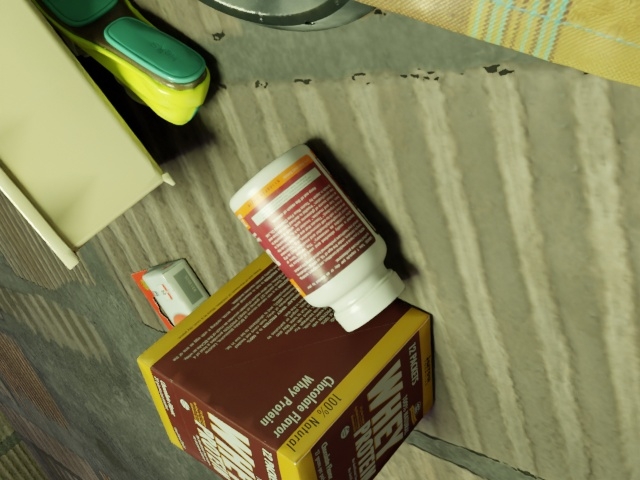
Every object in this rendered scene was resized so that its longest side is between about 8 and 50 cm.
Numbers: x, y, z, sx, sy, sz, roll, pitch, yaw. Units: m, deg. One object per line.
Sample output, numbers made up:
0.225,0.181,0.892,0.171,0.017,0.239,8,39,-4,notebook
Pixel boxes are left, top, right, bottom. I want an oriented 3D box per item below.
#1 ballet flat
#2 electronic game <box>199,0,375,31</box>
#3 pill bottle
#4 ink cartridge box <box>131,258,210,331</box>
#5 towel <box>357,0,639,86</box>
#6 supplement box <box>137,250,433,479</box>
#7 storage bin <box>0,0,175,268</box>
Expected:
-0.197,-0.188,0.702,0.231,0.077,0.077,40,148,11,ballet flat
-0.050,-0.220,0.470,0.229,0.048,0.229,19,155,10,electronic game
0.000,0.000,0.647,0.152,0.086,0.086,51,147,-2,pill bottle
-0.196,0.102,1.019,0.179,0.045,0.145,-15,111,52,ink cartridge box
0.195,-0.137,0.202,0.370,0.040,0.271,20,135,8,towel
-0.025,0.134,0.715,0.194,0.191,0.129,23,139,33,supplement box
-0.288,-0.129,0.744,0.262,0.123,0.260,54,168,-18,storage bin
